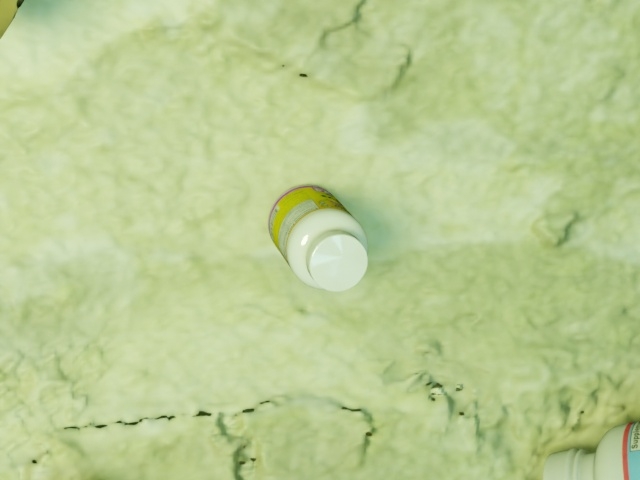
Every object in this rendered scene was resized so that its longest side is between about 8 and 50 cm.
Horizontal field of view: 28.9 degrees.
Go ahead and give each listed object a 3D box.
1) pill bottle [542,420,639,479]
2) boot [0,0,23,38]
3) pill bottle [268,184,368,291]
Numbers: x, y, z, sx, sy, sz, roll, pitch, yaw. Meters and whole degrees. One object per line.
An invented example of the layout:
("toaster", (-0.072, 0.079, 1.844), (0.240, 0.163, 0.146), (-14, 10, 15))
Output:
("pill bottle", (0.217, 0.145, 0.725), (0.160, 0.087, 0.087), (-15, 113, 26))
("boot", (-0.224, -0.241, 0.538), (0.269, 0.089, 0.236), (19, 98, -15))
("pill bottle", (0.000, 0.000, 0.659), (0.043, 0.083, 0.043), (-4, 108, -13))
